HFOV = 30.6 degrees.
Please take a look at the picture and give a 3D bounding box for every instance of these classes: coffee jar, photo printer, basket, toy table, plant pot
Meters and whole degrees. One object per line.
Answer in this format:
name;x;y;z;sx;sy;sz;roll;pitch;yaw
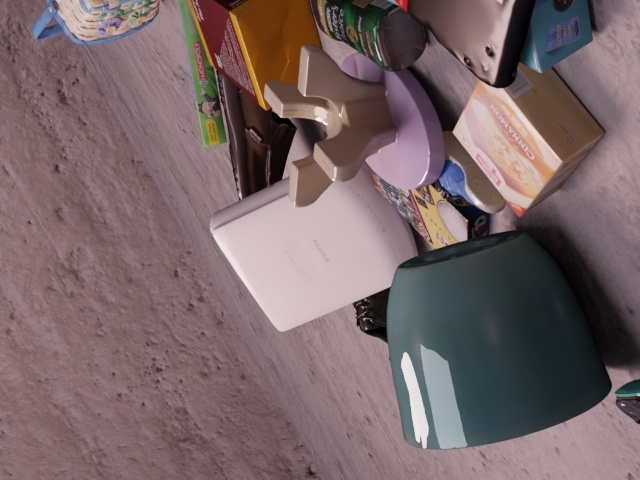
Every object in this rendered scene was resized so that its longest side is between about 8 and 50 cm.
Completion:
coffee jar;0.061;-0.304;1.598;0.184;0.079;0.096;40;157;48
photo printer;0.000;0.000;2.025;0.256;0.308;0.107;58;-156;-19
basket;-0.477;-0.519;2.500;0.289;0.255;0.201;-18;97;64
toy table;0.040;-0.168;1.678;0.274;0.161;0.252;-140;44;-55
plant pot;0.222;0.121;1.588;0.293;0.293;0.235;180;73;-72

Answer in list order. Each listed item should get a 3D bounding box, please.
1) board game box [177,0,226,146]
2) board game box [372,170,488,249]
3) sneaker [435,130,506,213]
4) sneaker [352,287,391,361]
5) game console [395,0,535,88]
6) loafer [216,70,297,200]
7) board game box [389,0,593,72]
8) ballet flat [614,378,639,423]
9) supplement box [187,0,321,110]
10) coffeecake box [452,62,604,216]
board game box;-0.226;-0.342;2.185;0.213;0.046;0.317;-122;22;-79
board game box;0.165;-0.069;1.807;0.243;0.042;0.165;48;162;30
sneaker;0.207;-0.076;1.630;0.152;0.058;0.084;53;159;33
sneaker;0.103;0.099;2.129;0.286;0.130;0.109;51;155;8
game console;0.100;-0.365;1.136;0.342;0.060;0.386;46;161;21
loafer;-0.102;-0.177;2.132;0.134;0.130;0.365;-110;11;-65
board game box;0.139;-0.354;1.263;0.336;0.079;0.253;39;155;49
ballet flat;0.434;0.207;1.478;0.074;0.074;0.203;56;171;6
supplement box;-0.110;-0.357;1.923;0.194;0.129;0.191;42;158;43
coffeecake box;0.244;-0.130;1.401;0.142;0.068;0.185;53;165;12
